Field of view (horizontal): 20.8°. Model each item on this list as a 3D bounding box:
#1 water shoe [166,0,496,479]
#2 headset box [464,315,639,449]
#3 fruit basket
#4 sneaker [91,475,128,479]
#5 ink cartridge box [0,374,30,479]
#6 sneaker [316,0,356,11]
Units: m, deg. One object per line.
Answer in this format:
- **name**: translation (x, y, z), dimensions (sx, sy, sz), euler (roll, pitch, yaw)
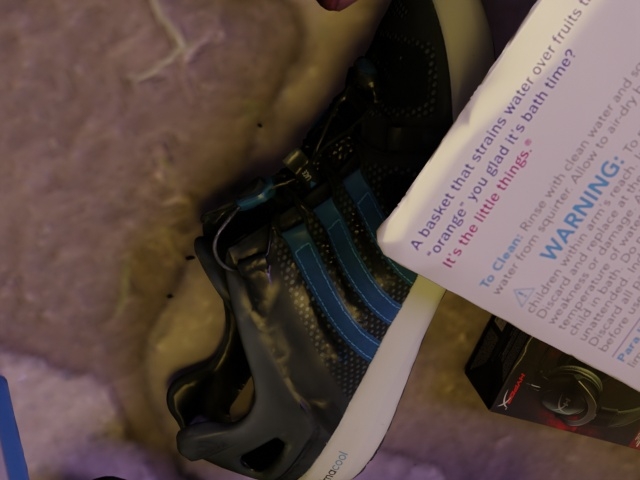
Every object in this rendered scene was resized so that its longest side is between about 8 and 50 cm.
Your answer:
- **water shoe**: translation (0.000, 0.000, 0.596), dimensions (0.080, 0.073, 0.203), euler (7, 115, -19)
- **headset box**: translation (0.108, 0.043, 0.677), dimensions (0.083, 0.032, 0.062), euler (17, 111, -23)
- **fruit basket**: translation (0.238, -0.059, 0.596), dimensions (0.353, 0.165, 0.327), euler (29, 104, -23)
- **sneaker**: translation (0.039, 0.146, 0.666), dimensions (0.286, 0.109, 0.130), euler (28, 92, -16)
- **ink cartridge box**: translation (-0.220, 0.187, 0.555), dimensions (0.197, 0.198, 0.270), euler (13, 114, -24)
- **sneaker**: translation (-0.034, -0.169, 0.476), dimensions (0.162, 0.106, 0.281), euler (-36, 123, 7)
